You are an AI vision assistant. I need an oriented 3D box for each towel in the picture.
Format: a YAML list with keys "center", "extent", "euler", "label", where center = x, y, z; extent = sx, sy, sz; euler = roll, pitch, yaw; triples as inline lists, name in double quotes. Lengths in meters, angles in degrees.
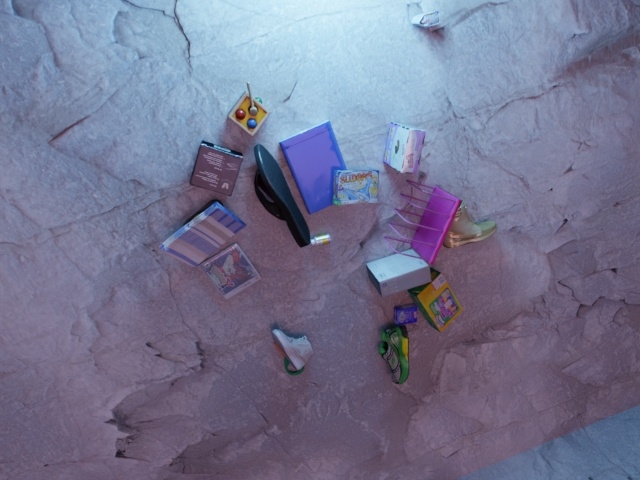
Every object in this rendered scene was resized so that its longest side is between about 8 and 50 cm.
- center: [-0.448, -0.014, 1.605]
  extent: [0.285, 0.034, 0.209]
  euler: [-37, 146, 5]
  label: "towel"

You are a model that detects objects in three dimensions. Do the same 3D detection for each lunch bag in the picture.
- center: [0.379, -0.797, 1.503]
  extent: [0.083, 0.071, 0.053]
  euler: [-19, 120, -8]
  label: "lunch bag"

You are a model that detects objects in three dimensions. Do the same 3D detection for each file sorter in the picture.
- center: [0.411, -0.086, 1.746]
  extent: [0.182, 0.202, 0.291]
  euler: [13, 109, -17]
  label: "file sorter"

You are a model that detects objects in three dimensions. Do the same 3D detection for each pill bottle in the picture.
- center: [0.000, 0.000, 1.768]
  extent: [0.083, 0.043, 0.043]
  euler: [-14, 115, -7]
  label: "pill bottle"

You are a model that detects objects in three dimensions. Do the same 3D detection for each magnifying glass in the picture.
- center: [-0.154, 0.561, 1.985]
  extent: [0.092, 0.026, 0.231]
  euler: [-30, 118, 0]
  label: "magnifying glass"

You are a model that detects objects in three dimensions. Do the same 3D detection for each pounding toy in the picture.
- center: [-0.251, -0.467, 1.472]
  extent: [0.130, 0.100, 0.141]
  euler: [36, 101, -25]
  label: "pounding toy"

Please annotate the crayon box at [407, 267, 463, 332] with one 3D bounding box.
- center: [0.553, 0.288, 1.989]
  extent: [0.165, 0.081, 0.278]
  euler: [-41, 117, -9]
  label: "crayon box"

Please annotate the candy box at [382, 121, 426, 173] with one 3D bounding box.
- center: [0.320, -0.361, 1.607]
  extent: [0.070, 0.196, 0.165]
  euler: [2, 113, -15]
  label: "candy box"

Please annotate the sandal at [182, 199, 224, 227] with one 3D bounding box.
- center: [-0.461, -0.067, 1.616]
  extent: [0.219, 0.060, 0.090]
  euler: [-42, 116, 6]
  label: "sandal"

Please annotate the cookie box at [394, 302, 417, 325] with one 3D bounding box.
- center: [0.416, 0.362, 2.029]
  extent: [0.107, 0.040, 0.092]
  euler: [-8, 113, -11]
  label: "cookie box"

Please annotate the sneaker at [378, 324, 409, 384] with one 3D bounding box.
- center: [0.365, 0.571, 2.075]
  extent: [0.146, 0.134, 0.344]
  euler: [-5, 113, 5]
  label: "sneaker"

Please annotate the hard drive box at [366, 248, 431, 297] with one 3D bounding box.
- center: [0.343, 0.141, 1.838]
  extent: [0.232, 0.181, 0.089]
  euler: [-18, 116, -5]
  label: "hard drive box"

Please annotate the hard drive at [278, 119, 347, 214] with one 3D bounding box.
- center: [-0.008, -0.284, 1.645]
  extent: [0.210, 0.040, 0.319]
  euler: [-24, 116, -3]
  label: "hard drive"

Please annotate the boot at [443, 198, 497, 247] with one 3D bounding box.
- center: [0.664, -0.094, 1.868]
  extent: [0.262, 0.095, 0.203]
  euler: [-17, 115, -2]
  label: "boot"

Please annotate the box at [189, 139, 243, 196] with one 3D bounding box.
- center: [-0.384, -0.266, 1.531]
  extent: [0.156, 0.093, 0.158]
  euler: [16, 107, -20]
  label: "box"

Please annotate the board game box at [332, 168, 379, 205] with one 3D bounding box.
- center: [0.143, -0.216, 1.675]
  extent: [0.201, 0.035, 0.136]
  euler: [-8, 107, -29]
  label: "board game box"

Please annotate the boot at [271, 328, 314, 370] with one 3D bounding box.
- center: [-0.123, 0.475, 1.920]
  extent: [0.123, 0.095, 0.258]
  euler: [-40, 123, -22]
  label: "boot"

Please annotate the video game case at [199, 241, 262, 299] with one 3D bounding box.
- center: [-0.375, 0.131, 1.743]
  extent: [0.183, 0.023, 0.201]
  euler: [-31, 116, 1]
  label: "video game case"

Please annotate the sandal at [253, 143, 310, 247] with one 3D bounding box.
- center: [-0.170, -0.151, 1.604]
  extent: [0.107, 0.167, 0.446]
  euler: [-18, 117, 14]
  label: "sandal"
